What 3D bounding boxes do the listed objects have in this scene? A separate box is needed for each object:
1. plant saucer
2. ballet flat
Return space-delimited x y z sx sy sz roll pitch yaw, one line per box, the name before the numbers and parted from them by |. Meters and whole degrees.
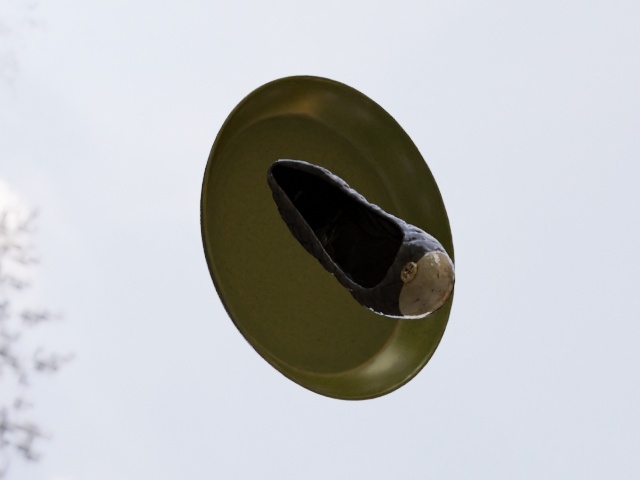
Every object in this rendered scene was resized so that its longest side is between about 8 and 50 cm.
plant saucer | 0.000 0.000 1.422 0.037 0.241 0.241 -18 -58 47
ballet flat | 0.020 0.001 1.181 0.049 0.173 0.057 37 -92 -41
